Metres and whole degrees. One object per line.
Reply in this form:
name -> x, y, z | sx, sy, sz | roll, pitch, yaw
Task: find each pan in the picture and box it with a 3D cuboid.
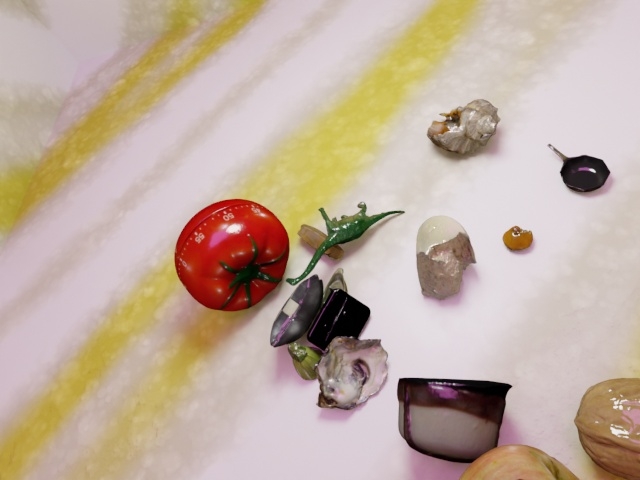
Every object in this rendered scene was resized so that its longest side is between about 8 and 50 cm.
pan -> 0.816, -0.233, 1.411 | 0.128, 0.048, 0.202 | -14, 58, 12

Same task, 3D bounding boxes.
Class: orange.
orange -> 0.599, -0.008, 1.355 | 0.086, 0.062, 0.086 | -10, 60, 18

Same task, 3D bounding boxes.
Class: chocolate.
chocolate -> 0.320, 0.439, 1.100 | 0.283, 0.283, 0.186 | -3, 76, 20

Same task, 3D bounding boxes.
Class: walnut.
walnut -> 0.703, 0.415, 0.979 | 0.260, 0.225, 0.225 | 2, 62, 21

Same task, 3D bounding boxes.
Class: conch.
conch -> 0.507, -0.384, 1.563 | 0.210, 0.159, 0.291 | -47, 17, 1

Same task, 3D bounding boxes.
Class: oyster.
oyster -> 0.088, 0.380, 1.295 | 0.222, 0.083, 0.214 | -3, 94, -9

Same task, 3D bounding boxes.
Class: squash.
squash -> -0.051, 0.355, 1.349 | 0.105, 0.132, 0.105 | -11, 57, 17

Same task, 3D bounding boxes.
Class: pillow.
pillow -> -0.065, 0.219, 1.389 | 0.106, 0.186, 0.250 | 32, 86, 9

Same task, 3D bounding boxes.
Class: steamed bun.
steamed bun -> 0.368, 0.047, 1.311 | 0.170, 0.225, 0.200 | 3, 60, 22

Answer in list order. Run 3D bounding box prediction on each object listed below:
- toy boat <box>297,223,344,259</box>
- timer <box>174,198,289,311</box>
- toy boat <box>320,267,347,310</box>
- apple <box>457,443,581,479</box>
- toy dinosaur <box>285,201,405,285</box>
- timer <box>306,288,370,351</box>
toy boat -> 0.000, 0.000, 1.576 | 0.206, 0.072, 0.064 | 36, 104, 33
timer -> -0.289, 0.043, 1.477 | 0.378, 0.378, 0.279 | -40, 53, -5
toy boat -> 0.046, 0.182, 1.451 | 0.089, 0.071, 0.185 | 8, 64, 27
apple -> 0.429, 0.626, 0.863 | 0.391, 0.391, 0.347 | 30, 93, 32
toy dinosaur -> 0.093, -0.005, 1.456 | 0.446, 0.087, 0.301 | -11, 40, -3
timer -> 0.060, 0.257, 1.369 | 0.144, 0.055, 0.187 | 34, 73, -11
